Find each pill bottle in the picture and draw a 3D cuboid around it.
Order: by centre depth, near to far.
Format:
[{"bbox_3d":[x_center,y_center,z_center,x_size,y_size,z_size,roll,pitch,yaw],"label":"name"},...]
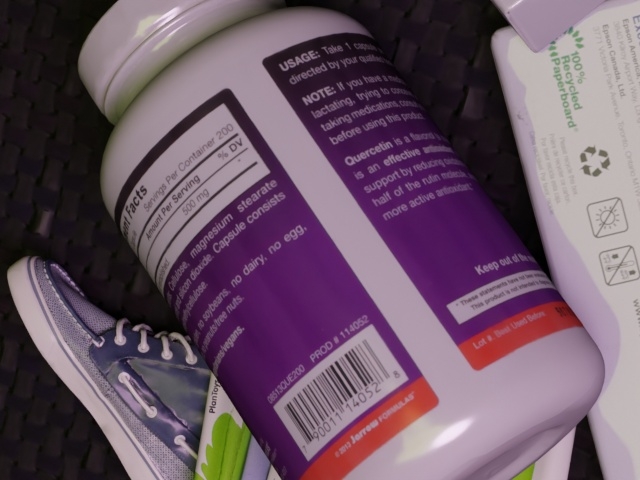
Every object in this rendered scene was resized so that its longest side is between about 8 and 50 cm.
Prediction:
[{"bbox_3d":[0.000,0.000,0.973,0.181,0.181,0.323,-40,72,18],"label":"pill bottle"}]

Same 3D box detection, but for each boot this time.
[{"bbox_3d":[-0.111,0.074,1.101,0.086,0.069,0.190,-34,95,12],"label":"boot"}]

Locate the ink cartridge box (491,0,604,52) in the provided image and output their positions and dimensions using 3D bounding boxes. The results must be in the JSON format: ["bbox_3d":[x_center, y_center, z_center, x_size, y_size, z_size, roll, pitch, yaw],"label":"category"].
[{"bbox_3d":[0.111,-0.197,0.956,0.109,0.063,0.150,-37,64,9],"label":"ink cartridge box"}]

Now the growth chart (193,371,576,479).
[{"bbox_3d":[0.036,0.124,1.041,0.237,0.021,0.172,1,76,9],"label":"growth chart"}]

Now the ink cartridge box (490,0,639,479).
[{"bbox_3d":[0.291,-0.001,0.958,0.330,0.071,0.324,-14,92,17],"label":"ink cartridge box"}]
